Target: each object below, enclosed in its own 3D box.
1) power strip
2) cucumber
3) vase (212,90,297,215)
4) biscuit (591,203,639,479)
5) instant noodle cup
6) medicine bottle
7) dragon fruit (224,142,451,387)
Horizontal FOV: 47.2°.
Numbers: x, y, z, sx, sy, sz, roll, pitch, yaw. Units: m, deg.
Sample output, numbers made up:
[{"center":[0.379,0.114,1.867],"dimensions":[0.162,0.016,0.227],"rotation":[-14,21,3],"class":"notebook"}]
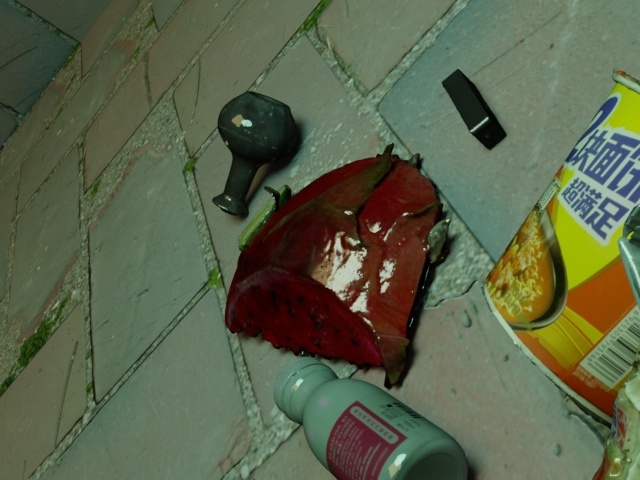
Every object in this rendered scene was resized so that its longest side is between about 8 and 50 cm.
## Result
[{"center":[0.169,-0.147,0.812],"dimensions":[0.029,0.038,0.111],"rotation":[-40,39,23],"class":"power strip"},{"center":[-0.071,-0.027,1.019],"dimensions":[0.107,0.035,0.067],"rotation":[-51,12,5],"class":"cucumber"},{"center":[-0.107,-0.125,1.091],"dimensions":[0.120,0.120,0.182],"rotation":[44,118,55],"class":"vase"},{"center":[0.203,0.149,0.373],"dimensions":[0.079,0.186,0.309],"rotation":[-40,-35,-75],"class":"biscuit"},{"center":[0.222,0.018,0.484],"dimensions":[0.174,0.213,0.213],"rotation":[-54,34,20],"class":"instant noodle cup"},{"center":[0.035,0.177,0.681],"dimensions":[0.217,0.090,0.090],"rotation":[24,83,56],"class":"medicine bottle"},{"center":[0.000,0.000,0.864],"dimensions":[0.344,0.100,0.282],"rotation":[2,61,51],"class":"dragon fruit"}]
